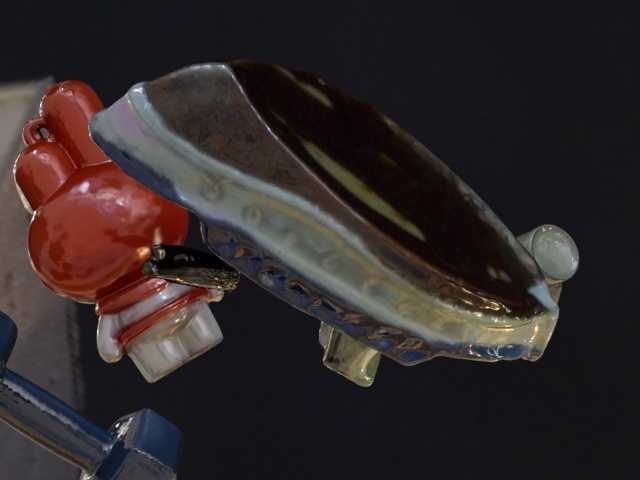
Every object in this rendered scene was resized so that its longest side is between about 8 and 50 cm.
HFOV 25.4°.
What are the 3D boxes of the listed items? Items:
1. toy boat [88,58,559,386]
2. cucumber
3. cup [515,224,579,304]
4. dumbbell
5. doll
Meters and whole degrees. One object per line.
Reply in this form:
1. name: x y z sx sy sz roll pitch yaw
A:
1. toy boat: 0.000 0.000 0.739 0.262 0.114 0.115 37 -53 -15
2. cucumber: -0.113 0.023 1.227 0.034 0.135 0.033 6 -96 34
3. cup: 0.166 0.032 1.149 0.083 0.054 0.074 -35 -130 58
4. dumbbell: -0.323 0.211 1.674 0.325 0.144 0.160 37 -33 -16
5. doll: -0.198 -0.010 1.338 0.290 0.161 0.130 59 -17 2
